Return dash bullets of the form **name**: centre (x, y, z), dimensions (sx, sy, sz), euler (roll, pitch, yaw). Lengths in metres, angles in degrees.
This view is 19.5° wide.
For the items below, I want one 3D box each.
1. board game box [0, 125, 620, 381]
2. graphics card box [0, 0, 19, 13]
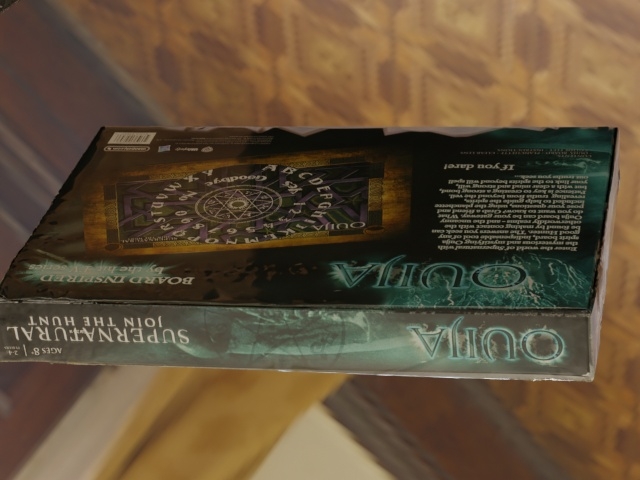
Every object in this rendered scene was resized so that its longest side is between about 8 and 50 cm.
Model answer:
- **board game box**: centre (0.000, 0.000, 0.603), dimensions (0.186, 0.126, 0.026), euler (1, 120, 13)
- **graphics card box**: centre (-0.291, -0.331, 1.125), dimensions (0.233, 0.094, 0.371), euler (22, 140, 37)
